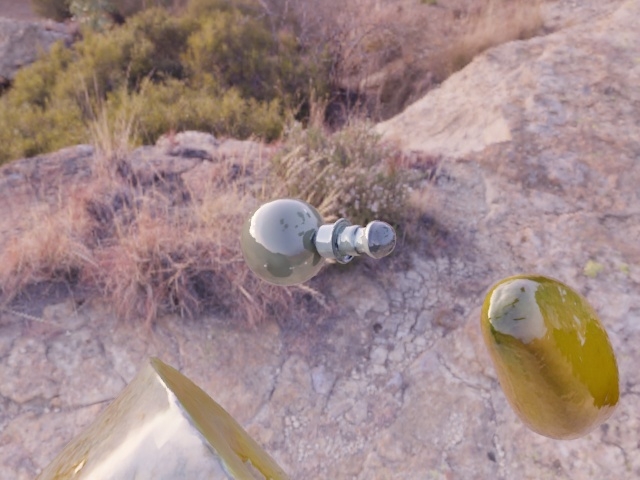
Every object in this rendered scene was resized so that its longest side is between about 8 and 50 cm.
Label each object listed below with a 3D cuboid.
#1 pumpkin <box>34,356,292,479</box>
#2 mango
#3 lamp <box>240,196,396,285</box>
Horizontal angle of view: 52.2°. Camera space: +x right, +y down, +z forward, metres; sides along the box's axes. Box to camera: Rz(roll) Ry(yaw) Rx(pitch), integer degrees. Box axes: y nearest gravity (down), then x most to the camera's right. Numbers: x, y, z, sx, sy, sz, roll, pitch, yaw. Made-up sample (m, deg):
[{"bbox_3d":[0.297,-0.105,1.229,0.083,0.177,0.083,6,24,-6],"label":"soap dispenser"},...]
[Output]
[{"bbox_3d":[-0.085,0.275,0.505,0.199,0.332,0.332,-45,54,-13],"label":"pumpkin"},{"bbox_3d":[0.268,0.136,0.762,0.119,0.317,0.176,-5,58,40],"label":"mango"},{"bbox_3d":[0.000,0.000,0.637,0.163,0.091,0.091,-2,29,33],"label":"lamp"}]
